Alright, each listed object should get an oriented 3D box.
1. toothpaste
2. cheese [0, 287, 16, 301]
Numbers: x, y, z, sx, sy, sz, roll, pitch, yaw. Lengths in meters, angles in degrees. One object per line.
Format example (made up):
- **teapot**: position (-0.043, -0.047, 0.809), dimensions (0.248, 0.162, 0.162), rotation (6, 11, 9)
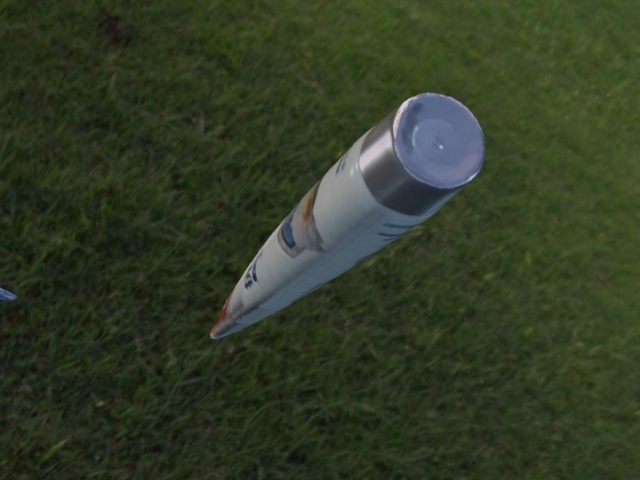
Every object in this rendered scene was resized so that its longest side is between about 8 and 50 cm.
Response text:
- **toothpaste**: position (0.000, 0.000, 0.439), dimensions (0.039, 0.239, 0.062), rotation (43, 64, -3)
- **cheese**: position (-0.310, 0.009, 0.603), dimensions (0.135, 0.245, 0.052), rotation (29, 69, -60)
